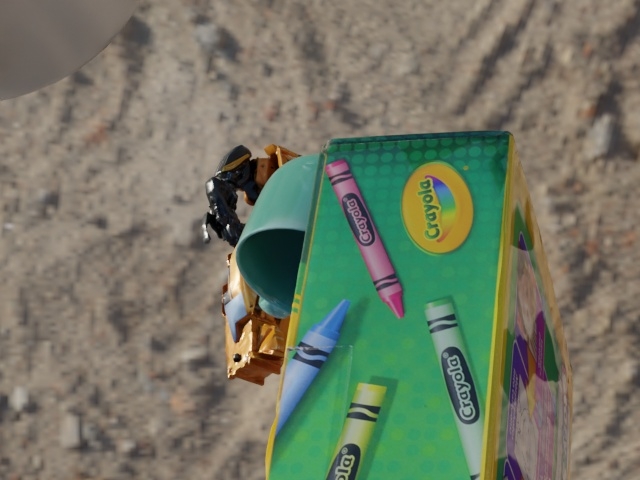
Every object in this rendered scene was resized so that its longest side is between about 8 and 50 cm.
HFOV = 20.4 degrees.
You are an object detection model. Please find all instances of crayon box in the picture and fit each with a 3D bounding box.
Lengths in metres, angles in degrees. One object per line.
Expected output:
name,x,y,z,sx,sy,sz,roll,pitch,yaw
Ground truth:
crayon box,0.039,0.117,0.663,0.081,0.165,0.278,-3,52,16

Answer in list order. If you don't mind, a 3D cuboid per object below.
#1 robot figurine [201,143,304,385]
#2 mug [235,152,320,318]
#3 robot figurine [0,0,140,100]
robot figurine,-0.022,0.027,1.832,0.085,0.211,0.291,-34,45,40
mug,-0.001,-0.006,1.409,0.158,0.129,0.097,-5,48,37
robot figurine,-0.191,-0.186,0.851,0.200,0.353,0.300,-10,77,3
